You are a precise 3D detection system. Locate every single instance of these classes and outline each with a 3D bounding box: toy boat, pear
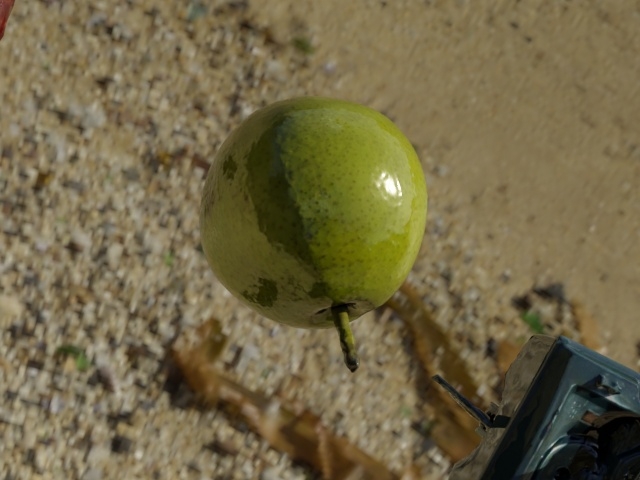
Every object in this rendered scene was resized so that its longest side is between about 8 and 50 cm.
[{"bbox_3d":[0.156,0.120,0.596,0.246,0.103,0.093,28,93,-18],"label":"toy boat"},{"bbox_3d":[0.000,0.000,1.177,0.166,0.180,0.216,-2,69,-38],"label":"pear"}]

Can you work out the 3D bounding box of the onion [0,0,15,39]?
[{"bbox_3d":[-0.247,-0.142,0.846,0.147,0.184,0.184,38,38,-45],"label":"onion"}]
